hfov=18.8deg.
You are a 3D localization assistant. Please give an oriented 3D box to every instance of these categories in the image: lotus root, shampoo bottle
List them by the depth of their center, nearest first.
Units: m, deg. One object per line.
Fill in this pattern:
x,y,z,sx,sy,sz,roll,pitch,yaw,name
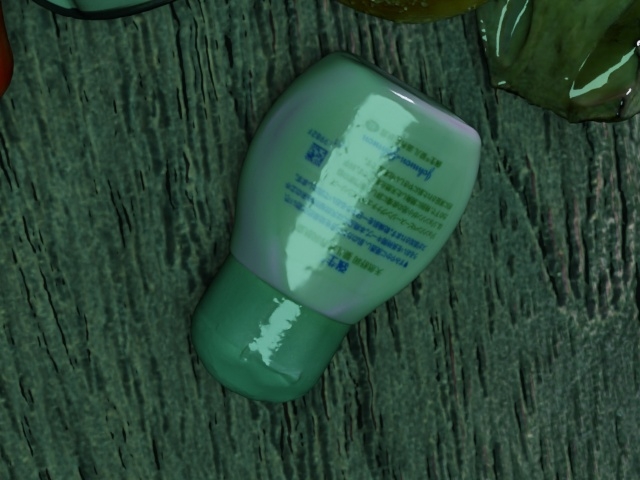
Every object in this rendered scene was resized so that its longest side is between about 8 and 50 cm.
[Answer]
0.277,-0.280,1.897,0.210,0.142,0.314,29,106,23,lotus root
0.000,0.000,1.909,0.222,0.151,0.349,28,98,-21,shampoo bottle

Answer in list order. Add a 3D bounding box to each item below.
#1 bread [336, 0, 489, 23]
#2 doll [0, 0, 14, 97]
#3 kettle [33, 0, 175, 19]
0.089,-0.350,1.799,0.306,0.159,0.305,3,103,13,bread
-0.379,-0.182,1.793,0.183,0.160,0.363,-14,109,-4,doll
-0.216,-0.322,1.797,0.221,0.161,0.236,-10,111,22,kettle
